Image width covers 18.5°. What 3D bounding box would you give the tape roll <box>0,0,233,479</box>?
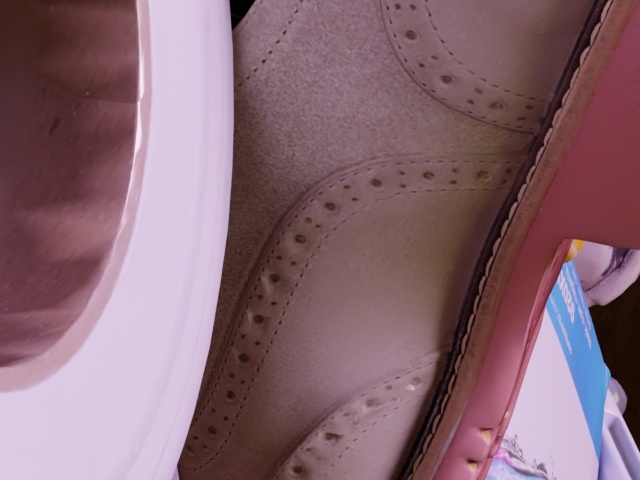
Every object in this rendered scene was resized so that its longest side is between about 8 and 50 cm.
[{"bbox_3d":[-0.135,-0.036,0.378,0.246,0.169,0.246,0,90,-71],"label":"tape roll"}]

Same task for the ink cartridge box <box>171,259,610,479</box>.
[{"bbox_3d":[0.014,0.112,0.813,0.168,0.171,0.233,65,30,-51],"label":"ink cartridge box"}]

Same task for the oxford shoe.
[{"bbox_3d":[0.000,0.000,0.566,0.140,0.146,0.397,-68,-177,-57],"label":"oxford shoe"}]

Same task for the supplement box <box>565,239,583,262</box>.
[{"bbox_3d":[-0.029,-0.158,0.662,0.356,0.195,0.194,60,34,-54],"label":"supplement box"}]

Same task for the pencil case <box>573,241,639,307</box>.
[{"bbox_3d":[0.102,-0.132,1.026,0.183,0.160,0.410,55,21,-20],"label":"pencil case"}]

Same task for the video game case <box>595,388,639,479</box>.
[{"bbox_3d":[0.090,0.191,0.902,0.204,0.025,0.285,-54,-154,22],"label":"video game case"}]

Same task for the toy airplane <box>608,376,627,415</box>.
[{"bbox_3d":[0.186,0.236,1.028,0.272,0.386,0.384,22,72,-42],"label":"toy airplane"}]
